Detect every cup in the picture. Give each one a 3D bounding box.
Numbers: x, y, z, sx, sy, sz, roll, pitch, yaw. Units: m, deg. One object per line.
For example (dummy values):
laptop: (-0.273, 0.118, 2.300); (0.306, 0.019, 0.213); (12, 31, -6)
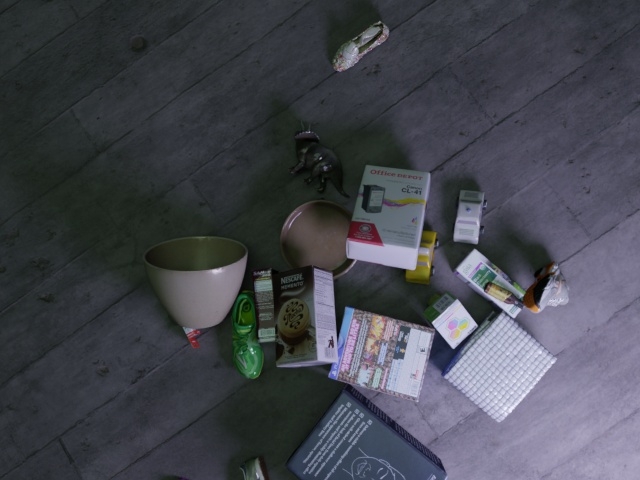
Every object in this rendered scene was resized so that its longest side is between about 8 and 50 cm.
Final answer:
cup: (-0.400, 0.147, 1.898); (0.330, 0.331, 0.237); (2, 109, 7)

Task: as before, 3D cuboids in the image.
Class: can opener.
can opener: (-0.007, -0.055, 1.991); (0.059, 0.073, 0.186); (19, 87, -30)

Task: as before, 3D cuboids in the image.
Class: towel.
towel: (0.558, 0.392, 1.831); (0.235, 0.121, 0.284); (40, 90, 11)

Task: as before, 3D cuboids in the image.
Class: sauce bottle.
sauce bottle: (0.574, 0.172, 1.798); (0.128, 0.042, 0.042); (27, 86, 7)

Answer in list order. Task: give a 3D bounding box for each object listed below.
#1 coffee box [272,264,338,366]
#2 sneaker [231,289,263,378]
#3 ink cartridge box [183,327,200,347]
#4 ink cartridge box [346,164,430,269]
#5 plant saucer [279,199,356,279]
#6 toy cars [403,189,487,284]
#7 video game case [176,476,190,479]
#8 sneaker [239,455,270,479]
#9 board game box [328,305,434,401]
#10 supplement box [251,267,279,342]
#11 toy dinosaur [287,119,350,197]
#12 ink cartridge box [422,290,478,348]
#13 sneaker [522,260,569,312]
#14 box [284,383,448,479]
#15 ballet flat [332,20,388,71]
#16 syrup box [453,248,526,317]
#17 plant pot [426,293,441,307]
coffee box: (-0.050, 0.244, 1.833); (0.168, 0.118, 0.297); (-16, 68, 32)
sneaker: (-0.256, 0.313, 1.928); (0.109, 0.123, 0.296); (-6, 82, 5)
ink cartridge box: (-0.439, 0.310, 1.980); (0.029, 0.063, 0.115); (-30, 80, 4)
ink cartridge box: (0.222, -0.079, 1.861); (0.226, 0.131, 0.306); (8, 60, 11)
plant saucer: (0.000, 0.000, 1.948); (0.277, 0.041, 0.278); (0, 97, -4)
toy cars: (0.409, -0.023, 1.900); (0.393, 0.087, 0.176); (-40, 66, 0)
video game case: (-0.393, 0.923, 1.903); (0.232, 0.042, 0.210); (15, 84, 8)
sneaker: (-0.210, 0.811, 1.891); (0.086, 0.064, 0.192); (-18, 80, 11)
board game box: (0.197, 0.359, 1.861); (0.290, 0.141, 0.232); (14, 84, 8)
supplement box: (-0.173, 0.218, 1.929); (0.073, 0.130, 0.240); (-6, 81, 6)
toy dinosaur: (-0.008, -0.267, 1.982); (0.313, 0.121, 0.160); (42, 102, 14)
ink cartridge box: (0.422, 0.267, 1.827); (0.109, 0.062, 0.209); (-42, 122, -1)
sneaker: (0.717, 0.165, 1.791); (0.121, 0.262, 0.099); (50, 132, 2)
box: (0.142, 0.688, 1.788); (0.395, 0.212, 0.293); (38, 88, 11)
ballet flat: (0.137, -0.696, 2.043); (0.241, 0.077, 0.091); (-39, 81, 1)
syrup box: (0.552, 0.140, 1.874); (0.237, 0.096, 0.093); (41, 87, 9)
plant pot: (0.392, 0.219, 1.896); (0.083, 0.083, 0.079); (-41, 68, 0)
